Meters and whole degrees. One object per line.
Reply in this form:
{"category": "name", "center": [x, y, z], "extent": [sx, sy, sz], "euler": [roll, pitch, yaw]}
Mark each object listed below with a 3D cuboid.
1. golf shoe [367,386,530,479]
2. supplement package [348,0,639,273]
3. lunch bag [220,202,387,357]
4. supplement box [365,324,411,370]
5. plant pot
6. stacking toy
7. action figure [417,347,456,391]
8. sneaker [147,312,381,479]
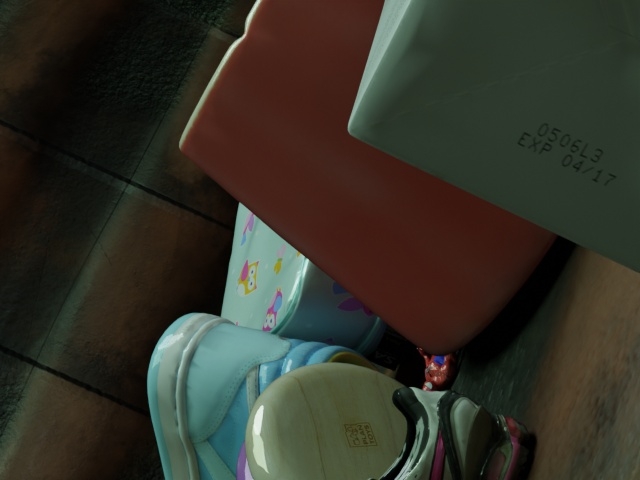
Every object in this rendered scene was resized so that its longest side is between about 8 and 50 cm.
{"category": "golf shoe", "center": [0.044, 0.172, 0.659], "extent": [0.067, 0.086, 0.186], "euler": [139, 154, -77]}
{"category": "supplement package", "center": [0.137, -0.131, 0.595], "extent": [0.293, 0.177, 0.175], "euler": [-76, 11, -68]}
{"category": "lunch bag", "center": [0.000, 0.000, 1.095], "extent": [0.224, 0.107, 0.279], "euler": [-43, 35, 53]}
{"category": "supplement box", "center": [0.097, -0.008, 1.150], "extent": [0.130, 0.073, 0.239], "euler": [-75, 11, -60]}
{"category": "plant pot", "center": [0.047, -0.088, 0.875], "extent": [0.275, 0.243, 0.275], "euler": [-59, 6, 10]}
{"category": "stacking toy", "center": [-0.022, 0.240, 0.861], "extent": [0.141, 0.141, 0.330], "euler": [-69, 1, -49]}
{"category": "action figure", "center": [0.096, 0.083, 0.945], "extent": [0.038, 0.030, 0.115], "euler": [-55, 11, 40]}
{"category": "sneaker", "center": [-0.013, 0.215, 0.980], "extent": [0.127, 0.208, 0.319], "euler": [-47, -48, -48]}
